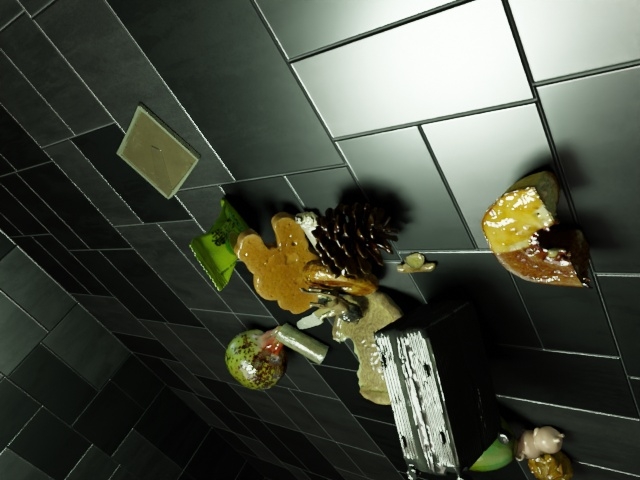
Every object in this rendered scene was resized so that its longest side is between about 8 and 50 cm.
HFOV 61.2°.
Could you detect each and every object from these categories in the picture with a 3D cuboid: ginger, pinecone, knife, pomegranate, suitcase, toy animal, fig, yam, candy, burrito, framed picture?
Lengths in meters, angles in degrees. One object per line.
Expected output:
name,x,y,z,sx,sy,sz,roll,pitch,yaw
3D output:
ginger,0.201,0.053,1.174,0.097,0.030,0.048,-7,131,43
pinecone,0.078,-0.005,1.102,0.165,0.163,0.163,-21,120,33
knife,-0.011,0.228,1.593,0.047,0.017,0.298,33,147,-12
pomegranate,-0.190,0.376,1.810,0.214,0.214,0.248,39,109,-7
suitcase,0.264,0.310,1.157,0.152,0.230,0.334,-11,94,42
toy animal,0.569,0.529,1.412,0.084,0.089,0.150,25,135,-17
fig,0.427,0.524,1.446,0.191,0.181,0.181,11,140,34
toy animal,0.016,0.148,1.285,0.086,0.069,0.220,-17,149,34
yam,-0.057,0.326,1.712,0.169,0.068,0.068,28,147,11
candy,-0.223,0.002,1.296,0.069,0.246,0.149,-20,115,29
burrito,0.001,-0.001,1.270,0.051,0.042,0.171,-7,128,35
framed picture,-0.416,-0.214,1.371,0.189,0.023,0.260,42,146,-11

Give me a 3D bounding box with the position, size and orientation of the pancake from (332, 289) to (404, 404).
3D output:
pancake,0.124,0.257,1.339,0.286,0.033,0.288,4,95,49

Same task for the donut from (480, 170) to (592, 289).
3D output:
donut,0.355,-0.021,0.898,0.141,0.085,0.217,-5,130,44

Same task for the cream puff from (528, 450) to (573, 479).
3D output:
cream puff,0.627,0.622,1.477,0.116,0.094,0.122,23,141,13

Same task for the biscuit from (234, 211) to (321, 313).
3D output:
biscuit,-0.088,0.065,1.325,0.044,0.186,0.295,-124,11,-52

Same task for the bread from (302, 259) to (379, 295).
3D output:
bread,0.045,0.086,1.271,0.193,0.063,0.193,9,166,2
